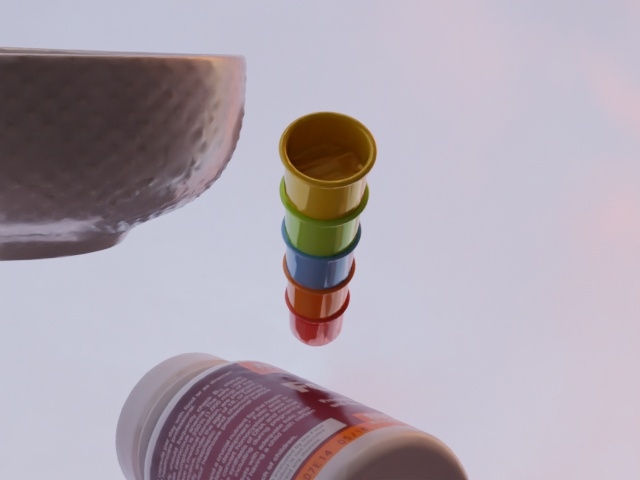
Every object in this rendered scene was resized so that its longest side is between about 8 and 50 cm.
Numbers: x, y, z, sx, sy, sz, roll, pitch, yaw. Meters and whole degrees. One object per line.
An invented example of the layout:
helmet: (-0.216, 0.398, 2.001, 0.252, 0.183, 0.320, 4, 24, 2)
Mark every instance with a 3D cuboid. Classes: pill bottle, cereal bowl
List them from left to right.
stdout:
cereal bowl: (-0.219, -0.069, 0.766, 0.338, 0.339, 0.141, -7, -77, -35)
pill bottle: (-0.047, 0.255, 1.143, 0.224, 0.392, 0.224, -9, -76, -36)

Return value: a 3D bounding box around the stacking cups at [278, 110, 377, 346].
stacking cups: (0.000, 0.000, 1.135, 0.096, 0.096, 0.316, -40, -24, -26)
